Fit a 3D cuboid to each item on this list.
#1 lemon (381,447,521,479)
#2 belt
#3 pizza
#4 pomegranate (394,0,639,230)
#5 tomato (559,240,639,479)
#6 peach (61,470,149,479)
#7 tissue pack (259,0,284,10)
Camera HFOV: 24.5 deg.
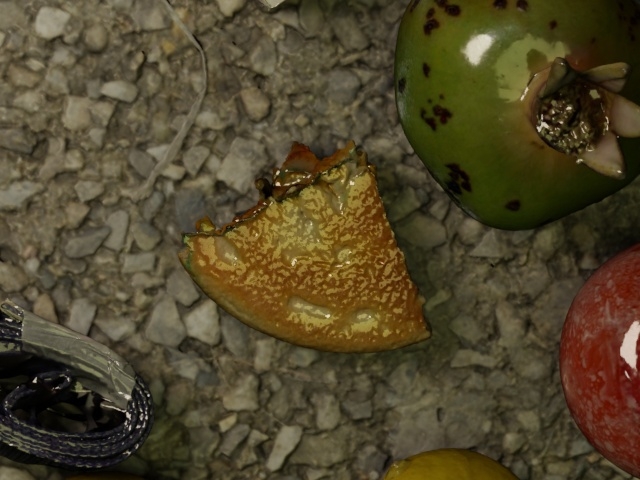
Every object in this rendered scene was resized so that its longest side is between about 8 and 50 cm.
[{"bbox_3d":[0.143,0.309,1.578,0.178,0.178,0.203,-39,101,3],"label":"lemon"},{"bbox_3d":[-0.290,0.161,1.532,0.231,0.126,0.139,23,71,-10],"label":"belt"},{"bbox_3d":[0.000,0.000,1.545,0.290,0.081,0.228,16,106,-9],"label":"pizza"},{"bbox_3d":[0.199,-0.131,1.423,0.291,0.323,0.290,3,125,4],"label":"pomegranate"},{"bbox_3d":[0.375,0.126,1.537,0.270,0.227,0.270,3,82,-21],"label":"tomato"},{"bbox_3d":[-0.230,0.365,1.570,0.251,0.153,0.251,-1,94,-11],"label":"peach"},{"bbox_3d":[-0.038,-0.369,1.444,0.185,0.124,0.225,-32,103,1],"label":"tissue pack"}]
